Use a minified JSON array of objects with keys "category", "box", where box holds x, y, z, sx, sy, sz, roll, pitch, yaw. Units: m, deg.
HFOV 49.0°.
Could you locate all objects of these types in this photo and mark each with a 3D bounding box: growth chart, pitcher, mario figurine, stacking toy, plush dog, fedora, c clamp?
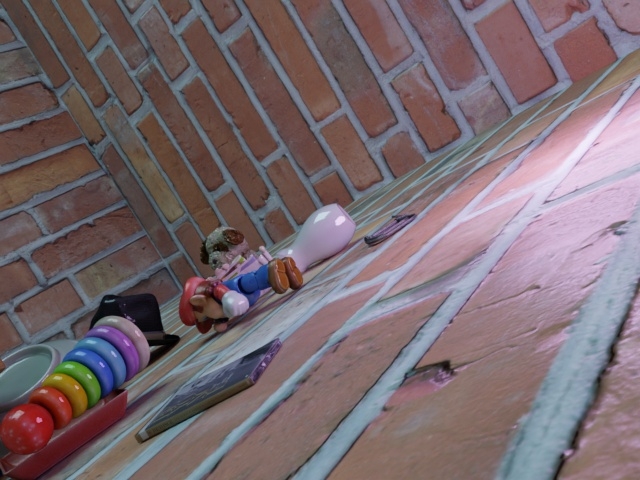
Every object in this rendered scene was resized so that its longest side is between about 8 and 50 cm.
[{"category":"growth chart","box":[-0.210,0.114,1.825,0.237,0.172,0.021,-33,38,-5]},{"category":"pitcher","box":[0.000,0.000,1.903,0.207,0.125,0.178,-42,-12,10]},{"category":"mario figurine","box":[-0.196,0.153,1.690,0.321,0.198,0.170,-21,50,24]},{"category":"stacking toy","box":[-0.478,0.280,1.351,0.141,0.141,0.330,-28,10,33]},{"category":"plush dog","box":[-0.247,0.061,2.062,0.262,0.225,0.211,-26,7,47]},{"category":"fedora","box":[-0.569,0.232,2.057,0.334,0.152,0.334,-2,-5,0]},{"category":"c clamp","box":[0.164,-0.027,1.684,0.161,0.022,0.137,-32,10,-30]}]

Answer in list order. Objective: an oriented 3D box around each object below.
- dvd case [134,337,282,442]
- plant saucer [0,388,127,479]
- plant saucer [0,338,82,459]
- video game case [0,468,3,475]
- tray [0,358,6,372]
[{"category":"dvd case","box":[-0.174,0.234,1.119,0.221,0.018,0.164,-30,5,17]},{"category":"plant saucer","box":[-0.515,0.394,1.421,0.258,0.047,0.259,-34,6,-28]},{"category":"plant saucer","box":[-0.718,0.360,1.708,0.401,0.100,0.400,-16,31,10]},{"category":"video game case","box":[-0.760,0.543,1.605,0.166,0.015,0.119,-35,7,-39]},{"category":"tray","box":[-0.880,0.328,1.452,0.203,0.076,0.411,-44,-15,12]}]
